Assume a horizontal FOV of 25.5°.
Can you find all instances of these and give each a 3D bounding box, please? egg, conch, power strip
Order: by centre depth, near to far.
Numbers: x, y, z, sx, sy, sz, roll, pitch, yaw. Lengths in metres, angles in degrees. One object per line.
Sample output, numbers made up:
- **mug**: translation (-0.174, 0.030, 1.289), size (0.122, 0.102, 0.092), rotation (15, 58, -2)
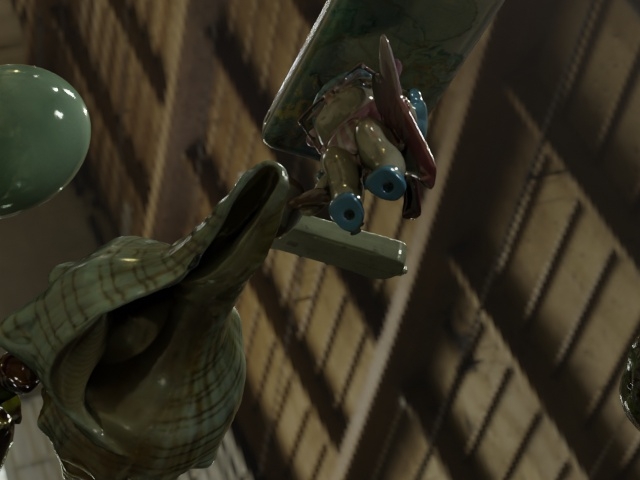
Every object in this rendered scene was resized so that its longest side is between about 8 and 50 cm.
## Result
- **conch**: translation (-0.142, 0.066, 1.075), size (0.169, 0.203, 0.386), rotation (47, -48, 37)
- **egg**: translation (-0.369, -0.109, 1.610), size (0.168, 0.231, 0.168), rotation (53, 25, -38)
- **power strip**: translation (0.000, 0.000, 1.713), size (0.080, 0.227, 0.029), rotation (135, -32, -64)

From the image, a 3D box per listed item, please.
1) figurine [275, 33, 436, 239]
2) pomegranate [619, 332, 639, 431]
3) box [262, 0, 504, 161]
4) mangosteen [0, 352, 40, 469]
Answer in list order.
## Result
- **figurine**: translation (0.026, -0.054, 1.160), size (0.205, 0.103, 0.260), rotation (-49, -165, 16)
- **pomegranate**: translation (0.329, 0.138, 1.212), size (0.163, 0.125, 0.138), rotation (52, -13, 7)
- **box**: translation (0.054, -0.167, 1.315), size (0.285, 0.142, 0.044), rotation (122, -25, -47)
- **mangosteen**: translation (-0.404, 0.183, 1.503), size (0.289, 0.231, 0.231), rotation (-10, -87, 32)
